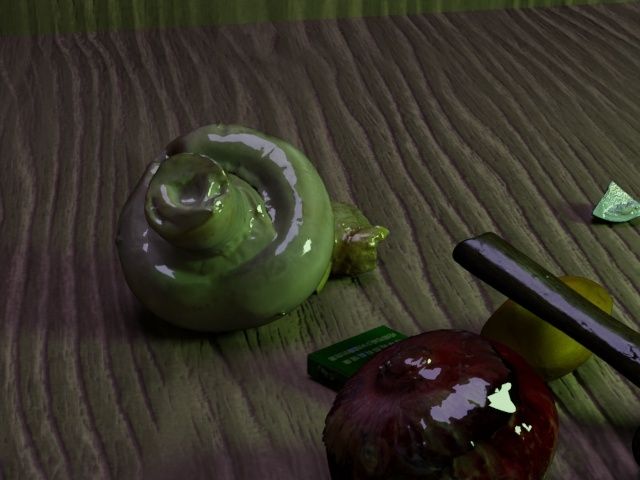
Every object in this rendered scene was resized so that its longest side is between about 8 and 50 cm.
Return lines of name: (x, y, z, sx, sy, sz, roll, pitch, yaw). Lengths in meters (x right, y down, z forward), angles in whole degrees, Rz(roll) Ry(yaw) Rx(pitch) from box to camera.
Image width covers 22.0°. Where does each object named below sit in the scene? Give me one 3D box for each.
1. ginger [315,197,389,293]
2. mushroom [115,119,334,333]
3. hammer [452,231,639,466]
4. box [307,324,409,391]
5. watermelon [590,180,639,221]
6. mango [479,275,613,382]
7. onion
ginger: (0.000, 0.000, 2.303, 0.216, 0.102, 0.157, -11, 31, -22)
mushroom: (-0.130, -0.037, 2.108, 0.293, 0.290, 0.292, -3, 66, 8)
hammer: (0.327, 0.112, 1.875, 0.409, 0.095, 0.242, 34, 40, 26)
box: (0.107, 0.168, 1.970, 0.132, 0.034, 0.235, -18, 28, -37)
watermelon: (0.450, -0.060, 2.480, 0.085, 0.061, 0.085, -9, 18, 3)
mango: (0.288, 0.105, 2.024, 0.147, 0.109, 0.227, -13, 9, 44)
onion: (0.121, 0.194, 1.704, 0.246, 0.190, 0.246, -15, 29, 9)
